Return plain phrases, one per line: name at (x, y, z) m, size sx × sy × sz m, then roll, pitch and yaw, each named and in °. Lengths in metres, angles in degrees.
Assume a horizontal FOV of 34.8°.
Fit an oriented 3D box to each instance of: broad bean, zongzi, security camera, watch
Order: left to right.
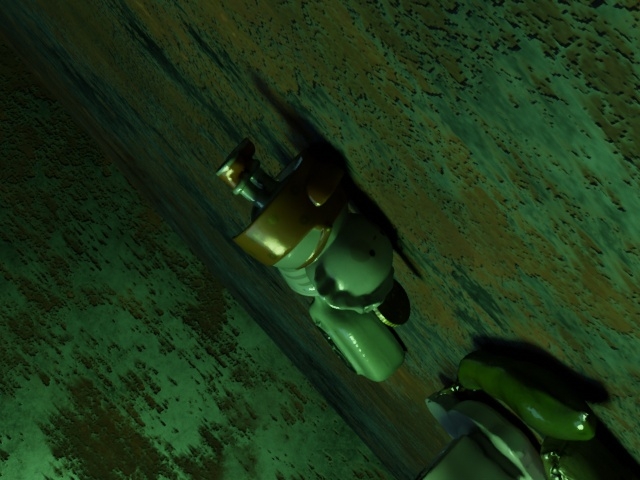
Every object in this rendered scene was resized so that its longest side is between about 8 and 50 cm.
security camera at (0.013, 0.083, 1.515) m, size 0.301 × 0.080 × 0.157 m, roll 56°, pitch 167°, yaw -24°
watch at (0.174, 0.330, 1.371) m, size 0.211 × 0.217 × 0.248 m, roll 46°, pitch 168°, yaw 10°
broad bean at (0.204, 0.156, 1.086) m, size 0.325 × 0.067 × 0.075 m, roll -171°, pitch 72°, yaw -76°
zongzi at (0.312, 0.267, 1.027) m, size 0.176 × 0.078 × 0.160 m, roll 20°, pitch 151°, yaw 47°

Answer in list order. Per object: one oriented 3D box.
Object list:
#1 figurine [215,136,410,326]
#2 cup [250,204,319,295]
figurine at (-0.004, -0.001, 1.134) m, size 0.271 × 0.143 × 0.143 m, roll 54°, pitch 167°, yaw -21°
cup at (-0.009, 0.006, 1.261) m, size 0.136 × 0.099 × 0.133 m, roll 40°, pitch 166°, yaw 37°
